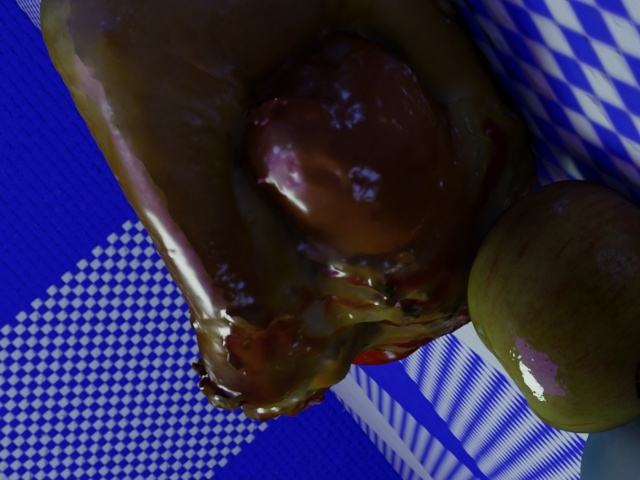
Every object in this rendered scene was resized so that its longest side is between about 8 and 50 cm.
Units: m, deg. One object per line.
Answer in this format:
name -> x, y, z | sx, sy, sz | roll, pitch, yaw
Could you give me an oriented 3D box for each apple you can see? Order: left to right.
apple -> 0.088, 0.023, 0.517 | 0.084, 0.071, 0.084 | 50, 173, 8

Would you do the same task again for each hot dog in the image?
hot dog -> -0.005, -0.022, 0.579 | 0.153, 0.150, 0.257 | 56, 175, 16

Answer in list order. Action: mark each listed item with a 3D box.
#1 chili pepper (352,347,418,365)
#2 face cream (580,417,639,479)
chili pepper -> 0.004, 0.007, 0.935 | 0.137, 0.092, 0.368 | 58, 177, 33
face cream -> 0.133, 0.093, 0.455 | 0.077, 0.077, 0.250 | 49, -177, -1
